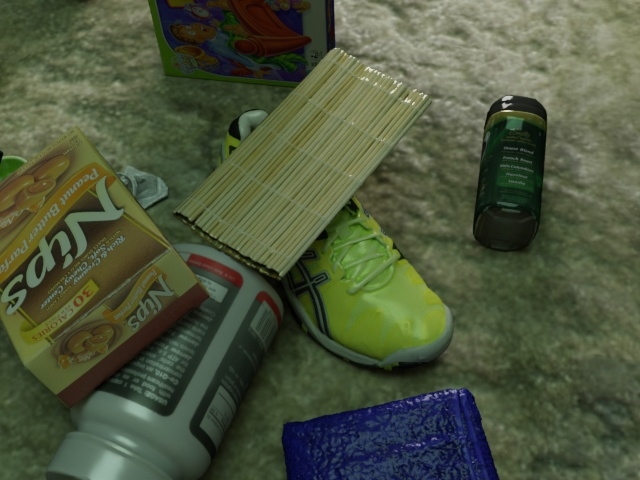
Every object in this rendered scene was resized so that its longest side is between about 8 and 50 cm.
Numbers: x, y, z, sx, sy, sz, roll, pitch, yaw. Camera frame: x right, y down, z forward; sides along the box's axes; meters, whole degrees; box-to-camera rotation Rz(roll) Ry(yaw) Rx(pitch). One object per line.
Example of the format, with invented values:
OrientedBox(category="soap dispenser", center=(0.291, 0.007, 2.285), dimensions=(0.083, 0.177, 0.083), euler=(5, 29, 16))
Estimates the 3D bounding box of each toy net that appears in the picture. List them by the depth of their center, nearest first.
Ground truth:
OrientedBox(category="toy net", center=(-0.311, -0.052, 1.372), dimensions=(0.232, 0.045, 0.122), euler=(-4, 57, -1))

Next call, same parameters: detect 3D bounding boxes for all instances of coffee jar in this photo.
OrientedBox(category="coffee jar", center=(0.237, -0.087, 1.348), dimensions=(0.079, 0.096, 0.184), euler=(9, 59, 4))

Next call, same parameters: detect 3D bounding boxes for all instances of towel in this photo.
OrientedBox(category="towel", center=(0.093, 0.305, 1.112), dimensions=(0.227, 0.076, 0.308), euler=(-11, 58, -6))

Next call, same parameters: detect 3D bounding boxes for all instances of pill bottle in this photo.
OrientedBox(category="pill bottle", center=(-0.166, 0.158, 1.165), dimensions=(0.161, 0.161, 0.283), euler=(19, 60, 14))

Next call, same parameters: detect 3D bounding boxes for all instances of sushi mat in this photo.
OrientedBox(category="sushi mat", center=(-0.015, -0.096, 1.233), dimensions=(0.151, 0.019, 0.316), euler=(30, 59, 18))

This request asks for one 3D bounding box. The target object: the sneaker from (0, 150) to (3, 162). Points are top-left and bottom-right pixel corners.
OrientedBox(category="sneaker", center=(-0.414, -0.027, 1.327), dimensions=(0.077, 0.072, 0.178), euler=(21, 99, 0))

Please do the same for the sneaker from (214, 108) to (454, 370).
OrientedBox(category="sneaker", center=(0.000, 0.000, 1.270), dimensions=(0.145, 0.147, 0.384), euler=(-38, 65, -22))

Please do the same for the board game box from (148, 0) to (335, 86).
OrientedBox(category="board game box", center=(-0.103, -0.340, 1.372), dimensions=(0.233, 0.347, 0.078), euler=(6, 58, 6))

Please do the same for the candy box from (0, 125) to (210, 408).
OrientedBox(category="candy box", center=(-0.268, 0.016, 1.178), dimensions=(0.183, 0.087, 0.316), euler=(-39, 40, -5))
